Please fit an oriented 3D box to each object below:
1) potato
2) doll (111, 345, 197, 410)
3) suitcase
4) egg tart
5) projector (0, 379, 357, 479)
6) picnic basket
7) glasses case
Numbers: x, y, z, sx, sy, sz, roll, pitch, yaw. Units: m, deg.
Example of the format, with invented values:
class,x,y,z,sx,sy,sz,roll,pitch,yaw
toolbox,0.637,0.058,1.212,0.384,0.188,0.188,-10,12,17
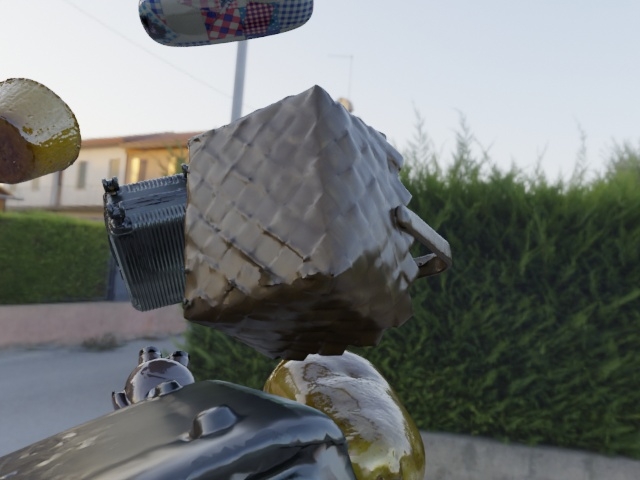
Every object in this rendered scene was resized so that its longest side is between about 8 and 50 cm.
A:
class,x,y,z,sx,sy,sz,roll,pitch,yaw
potato,0.031,0.248,0.774,0.176,0.195,0.369,-37,14,-8
doll,-0.278,0.301,0.978,0.182,0.117,0.257,11,27,-18
suitcase,-0.305,0.003,1.081,0.202,0.128,0.312,-14,-37,-18
egg tart,-0.622,-0.217,1.135,0.215,0.215,0.171,5,29,6
projector,-0.196,0.276,0.405,0.405,0.242,0.395,-18,-2,-23
picnic basket,0.000,0.000,0.704,0.254,0.291,0.321,-17,-29,28
glasses case,-0.175,-0.435,1.040,0.328,0.076,0.125,-7,-23,1
